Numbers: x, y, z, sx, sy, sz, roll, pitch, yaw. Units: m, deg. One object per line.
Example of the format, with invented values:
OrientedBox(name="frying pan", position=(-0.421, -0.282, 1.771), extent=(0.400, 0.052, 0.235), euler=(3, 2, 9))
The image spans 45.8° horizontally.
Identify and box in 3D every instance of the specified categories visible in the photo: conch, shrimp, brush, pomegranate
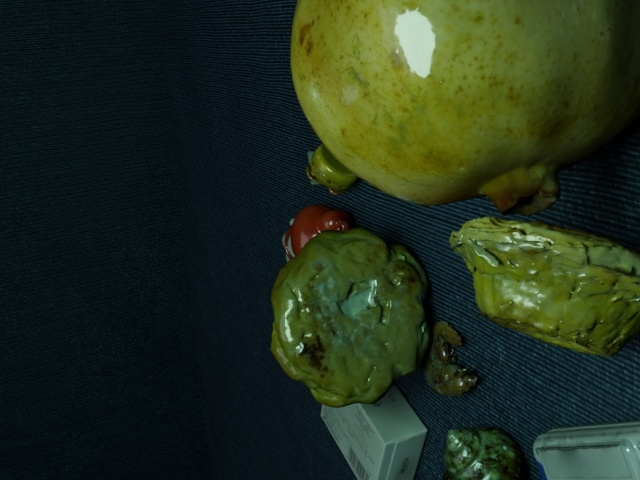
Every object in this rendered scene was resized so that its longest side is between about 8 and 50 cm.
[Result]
OrientedBox(name="conch", position=(0.259, 0.390, 1.264), extent=(0.187, 0.124, 0.182), euler=(-166, 70, -73))
OrientedBox(name="shrimp", position=(0.221, 0.214, 1.355), extent=(0.187, 0.051, 0.133), euler=(-178, 78, -69))
OrientedBox(name="brush", position=(0.021, -0.163, 1.693), extent=(0.218, 0.010, 0.083), euler=(8, 107, 64))
OrientedBox(name="pomegranate", position=(0.176, -0.212, 0.858), extent=(0.416, 0.416, 0.417), euler=(40, 136, 55))

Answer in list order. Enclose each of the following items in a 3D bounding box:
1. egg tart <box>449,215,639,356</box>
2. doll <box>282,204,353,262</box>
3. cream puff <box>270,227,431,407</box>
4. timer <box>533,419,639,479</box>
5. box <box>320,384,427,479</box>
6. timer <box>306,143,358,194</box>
OrientedBox(name="egg tart", position=(0.276, 0.062, 0.885), extent=(0.295, 0.294, 0.116), euler=(-1, 71, 66))
OrientedBox(name="doll", position=(0.000, 0.000, 1.668), extent=(0.290, 0.129, 0.161), euler=(-17, 82, 61))
OrientedBox(name="cream puff", position=(0.041, 0.145, 1.429), extent=(0.257, 0.291, 0.325), euler=(145, 124, -75))
OrientedBox(name="timer", position=(0.388, 0.335, 1.003), extent=(0.253, 0.078, 0.178), euler=(-40, 64, 63))
OrientedBox(name="box", position=(0.106, 0.390, 1.623), extent=(0.260, 0.111, 0.195), euler=(-124, 33, -46))
OrientedBox(name="timer", position=(0.036, -0.159, 1.547), extent=(0.109, 0.107, 0.107), euler=(-52, 51, 37))
